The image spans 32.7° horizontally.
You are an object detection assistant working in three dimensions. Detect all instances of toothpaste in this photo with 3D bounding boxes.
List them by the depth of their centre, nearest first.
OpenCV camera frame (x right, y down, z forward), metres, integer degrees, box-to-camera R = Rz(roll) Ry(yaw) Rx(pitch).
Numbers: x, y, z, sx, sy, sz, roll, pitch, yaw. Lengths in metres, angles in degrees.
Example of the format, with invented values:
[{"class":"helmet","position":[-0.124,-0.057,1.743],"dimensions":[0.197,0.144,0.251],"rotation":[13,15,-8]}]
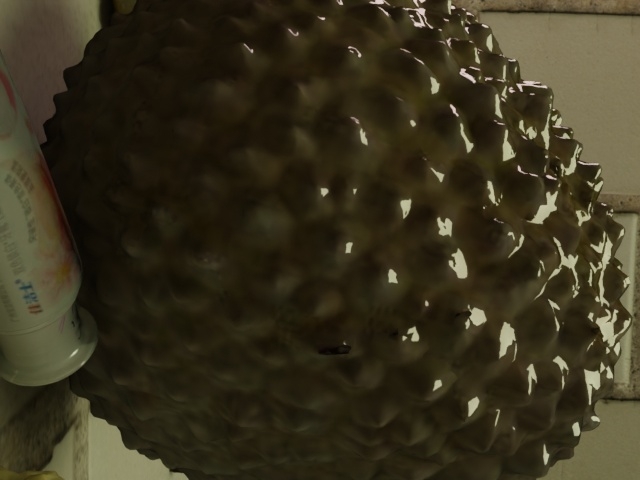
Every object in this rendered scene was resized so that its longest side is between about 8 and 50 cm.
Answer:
[{"class":"toothpaste","position":[-0.161,-0.057,0.479],"dimensions":[0.100,0.066,0.323],"rotation":[-93,178,-45]}]

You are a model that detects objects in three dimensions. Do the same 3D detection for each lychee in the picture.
[{"class":"lychee","position":[0.000,0.000,0.739],"dimensions":[0.380,0.432,0.380],"rotation":[-51,159,-28]}]

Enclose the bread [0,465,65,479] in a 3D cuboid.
[{"class":"bread","position":[-0.128,0.180,0.313],"dimensions":[0.262,0.163,0.204],"rotation":[7,97,-75]}]

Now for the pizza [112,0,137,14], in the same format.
[{"class":"pizza","position":[-0.132,-0.281,1.041],"dimensions":[0.391,0.080,0.434],"rotation":[-87,177,-46]}]

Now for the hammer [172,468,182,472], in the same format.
[{"class":"hammer","position":[-0.163,0.113,1.403],"dimensions":[0.111,0.044,0.365],"rotation":[93,2,-78]}]
